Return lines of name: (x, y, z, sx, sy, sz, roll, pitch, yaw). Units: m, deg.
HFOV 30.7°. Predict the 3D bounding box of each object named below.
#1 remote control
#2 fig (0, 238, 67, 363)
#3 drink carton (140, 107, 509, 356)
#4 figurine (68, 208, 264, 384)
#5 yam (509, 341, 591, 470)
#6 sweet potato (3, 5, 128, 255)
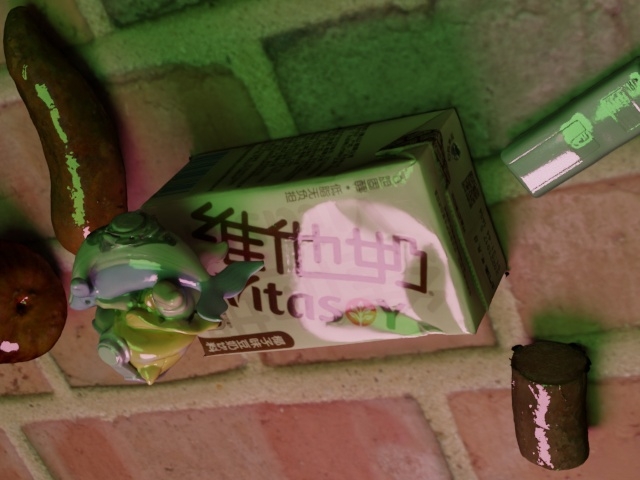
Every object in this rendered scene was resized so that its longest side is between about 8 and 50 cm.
remote control: (0.239, -0.097, 1.051, 0.061, 0.029, 0.162, 46, 129, -10)
fig: (-0.413, 0.073, 1.419, 0.202, 0.148, 0.149, 1, 157, 12)
drink carton: (-0.001, 0.000, 1.177, 0.324, 0.132, 0.194, -8, 118, 29)
figurine: (-0.160, 0.056, 1.130, 0.208, 0.128, 0.184, 1, 124, 29)
yam: (0.238, 0.172, 1.204, 0.084, 0.084, 0.127, 6, 121, 23)
sweet potato: (-0.269, -0.113, 1.267, 0.097, 0.097, 0.292, -1, 112, 28)
